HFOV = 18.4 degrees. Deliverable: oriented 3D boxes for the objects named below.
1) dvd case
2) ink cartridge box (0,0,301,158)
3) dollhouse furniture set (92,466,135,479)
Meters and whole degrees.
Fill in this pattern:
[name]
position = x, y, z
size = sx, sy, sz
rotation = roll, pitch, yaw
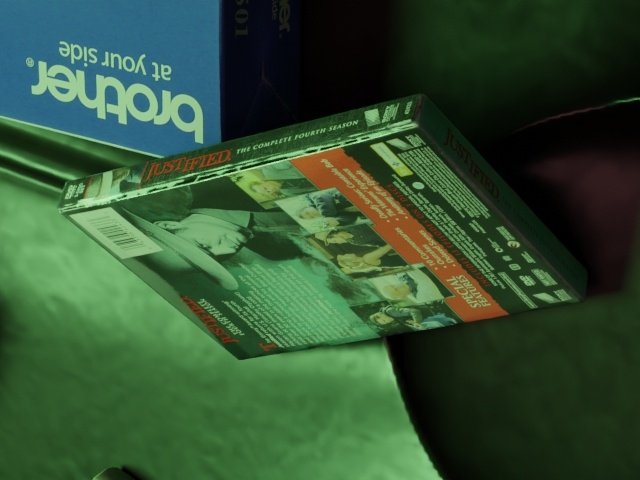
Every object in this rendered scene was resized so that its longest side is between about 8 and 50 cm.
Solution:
[dvd case]
position = 0.000, 0.000, 0.536
size = 0.119, 0.013, 0.087
rotation = -13, 140, 34
[ink cartridge box]
position = -0.104, -0.092, 0.574
size = 0.207, 0.046, 0.097
rotation = 15, 118, 26
[dollhouse furniture set]
position = -0.238, 0.136, 0.656
size = 0.303, 0.198, 0.286
rotation = 35, 123, 16
